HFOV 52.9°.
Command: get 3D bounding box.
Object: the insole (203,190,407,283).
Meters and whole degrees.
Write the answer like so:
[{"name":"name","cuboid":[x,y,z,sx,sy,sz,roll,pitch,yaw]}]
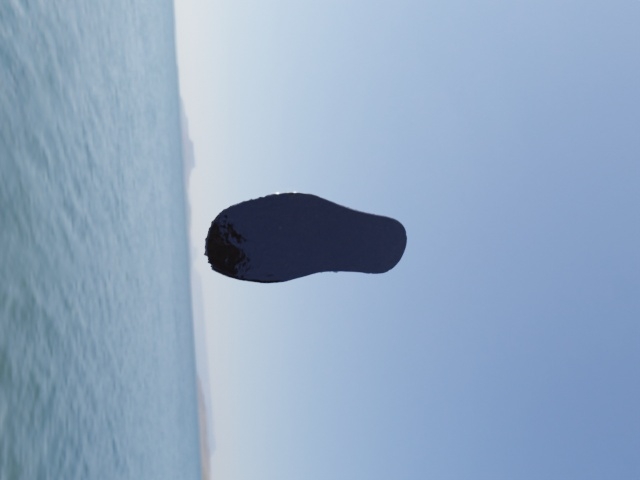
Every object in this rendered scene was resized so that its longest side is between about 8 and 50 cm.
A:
[{"name":"insole","cuboid":[0.000,0.000,0.782,0.007,0.328,0.111,26,-74,44]}]
